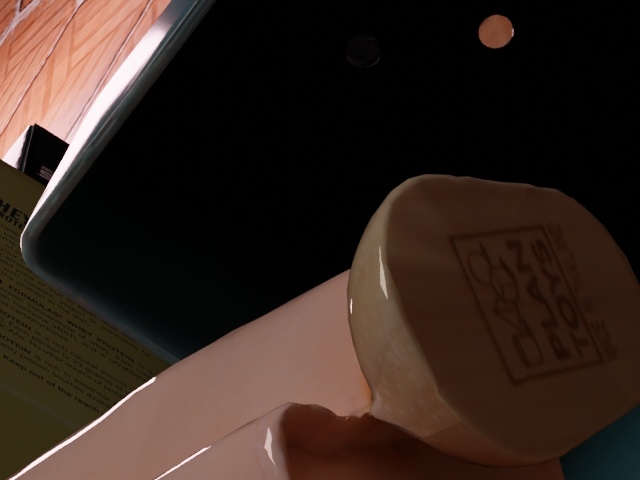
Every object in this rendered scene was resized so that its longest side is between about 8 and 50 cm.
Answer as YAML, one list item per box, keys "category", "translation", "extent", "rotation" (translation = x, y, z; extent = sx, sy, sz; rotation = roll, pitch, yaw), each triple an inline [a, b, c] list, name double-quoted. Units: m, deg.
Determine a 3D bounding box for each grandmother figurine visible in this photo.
- category: "grandmother figurine"
  translation: [-0.070, 0.103, 0.433]
  extent: [0.342, 0.104, 0.208]
  rotation: [-34, 67, 37]

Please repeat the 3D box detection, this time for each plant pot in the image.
- category: "plant pot"
  translation: [0.037, -0.052, 0.549]
  extent: [0.165, 0.166, 0.234]
  rotation: [-52, 15, 14]

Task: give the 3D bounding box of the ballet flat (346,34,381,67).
- category: "ballet flat"
  translation: [0.032, -0.110, 0.963]
  extent: [0.173, 0.057, 0.049]
  rotation: [-41, 20, 35]

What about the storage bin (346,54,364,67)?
- category: "storage bin"
  translation: [0.000, 0.000, 0.837]
  extent: [0.122, 0.084, 0.180]
  rotation: [-51, 22, 16]

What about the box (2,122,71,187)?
- category: "box"
  translation: [-0.139, 0.056, 0.978]
  extent: [0.180, 0.147, 0.077]
  rotation: [-45, 24, 27]

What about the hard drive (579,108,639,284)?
- category: "hard drive"
  translation: [0.111, 0.033, 0.571]
  extent: [0.237, 0.064, 0.339]
  rotation: [-21, 41, 58]

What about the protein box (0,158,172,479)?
- category: "protein box"
  translation: [-0.120, 0.088, 0.810]
  extent: [0.136, 0.200, 0.201]
  rotation: [-51, 21, 16]
